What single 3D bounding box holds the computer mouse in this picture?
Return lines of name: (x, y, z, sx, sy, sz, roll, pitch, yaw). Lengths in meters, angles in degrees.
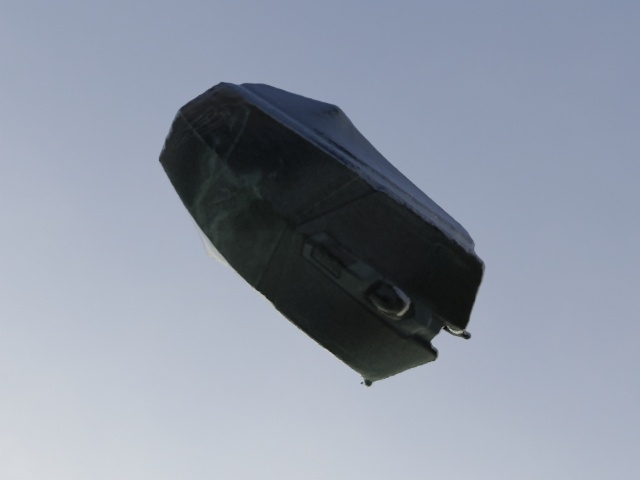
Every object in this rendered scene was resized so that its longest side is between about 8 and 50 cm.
computer mouse: (0.002, -0.001, 0.610, 0.231, 0.071, 0.126, 42, -81, -9)
